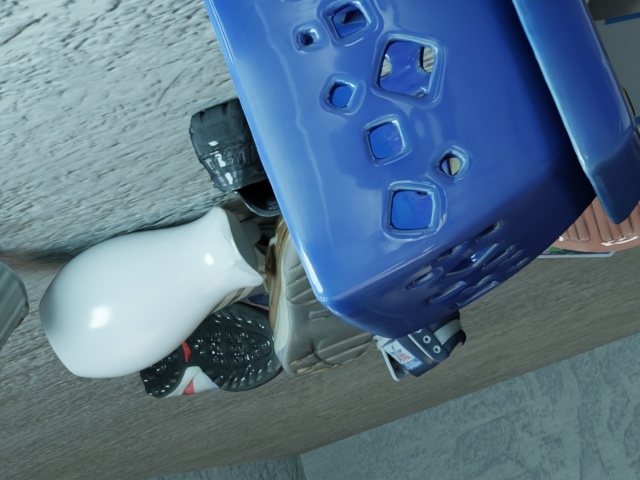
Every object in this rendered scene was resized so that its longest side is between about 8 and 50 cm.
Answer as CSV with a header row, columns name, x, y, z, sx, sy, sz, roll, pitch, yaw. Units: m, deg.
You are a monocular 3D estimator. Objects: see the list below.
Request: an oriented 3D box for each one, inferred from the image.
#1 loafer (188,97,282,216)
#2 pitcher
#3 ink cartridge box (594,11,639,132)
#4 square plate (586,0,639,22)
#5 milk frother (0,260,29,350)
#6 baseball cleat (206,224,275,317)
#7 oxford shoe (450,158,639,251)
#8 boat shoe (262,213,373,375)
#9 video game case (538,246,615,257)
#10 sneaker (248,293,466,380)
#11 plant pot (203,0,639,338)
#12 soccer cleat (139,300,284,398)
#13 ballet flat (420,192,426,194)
name,x,y,z,sx,sy,sz,roll,pitch,yaw
loafer,-0.046,-0.056,1.576,0.076,0.078,0.223,-18,168,15
pitcher,-0.153,0.042,1.849,0.207,0.125,0.178,-28,-178,9
ink cartridge box,0.201,-0.095,1.445,0.148,0.086,0.203,-14,168,-8
square plate,0.327,-0.200,1.446,0.344,0.049,0.347,-14,169,-10
milk frother,-0.319,0.046,1.694,0.143,0.129,0.135,-54,-172,26
baseball cleat,-0.096,0.027,1.983,0.206,0.072,0.109,-16,153,-5
oxford shoe,0.300,-0.080,1.673,0.397,0.140,0.146,-4,-164,32
boat shoe,0.000,0.000,1.811,0.123,0.116,0.324,-8,146,-20
video game case,0.247,-0.033,1.982,0.201,0.023,0.183,-1,152,-21
sneaker,0.048,0.084,2.175,0.282,0.153,0.099,-6,165,-36
plant pot,0.079,-0.088,1.224,0.212,0.236,0.236,-22,167,8
soccer cleat,-0.103,0.124,2.281,0.116,0.109,0.318,-10,176,-32
ballet flat,0.074,-0.056,1.831,0.041,0.041,0.114,-21,167,26
